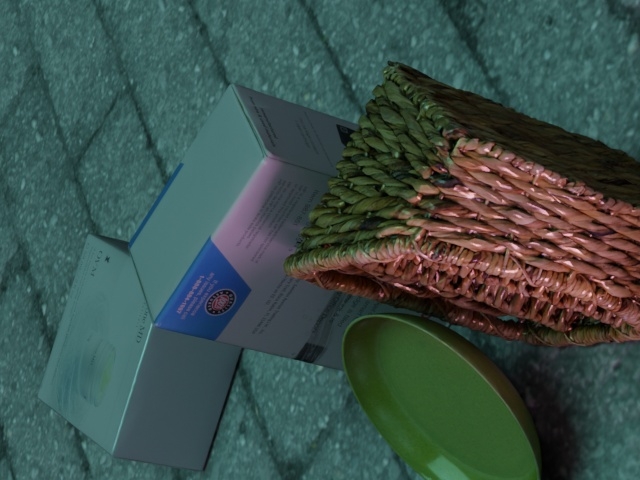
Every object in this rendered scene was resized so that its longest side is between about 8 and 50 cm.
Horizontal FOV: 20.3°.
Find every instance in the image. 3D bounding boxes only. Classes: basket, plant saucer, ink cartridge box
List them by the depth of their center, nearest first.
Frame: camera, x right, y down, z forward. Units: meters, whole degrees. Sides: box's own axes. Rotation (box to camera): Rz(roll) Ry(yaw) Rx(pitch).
[{"bbox_3d":[0.160,0.014,1.562,0.223,0.299,0.213,-63,32,15],"label":"basket"},{"bbox_3d":[0.121,0.156,1.687,0.037,0.241,0.241,-42,24,-28],"label":"plant saucer"},{"bbox_3d":[0.000,0.000,1.787,0.223,0.307,0.129,-56,37,26],"label":"ink cartridge box"}]

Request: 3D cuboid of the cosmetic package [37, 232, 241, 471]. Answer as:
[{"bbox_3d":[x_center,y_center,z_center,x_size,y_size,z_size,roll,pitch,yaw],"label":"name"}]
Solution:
[{"bbox_3d":[-0.216,0.134,2.186,0.224,0.138,0.224,24,98,53],"label":"cosmetic package"}]
